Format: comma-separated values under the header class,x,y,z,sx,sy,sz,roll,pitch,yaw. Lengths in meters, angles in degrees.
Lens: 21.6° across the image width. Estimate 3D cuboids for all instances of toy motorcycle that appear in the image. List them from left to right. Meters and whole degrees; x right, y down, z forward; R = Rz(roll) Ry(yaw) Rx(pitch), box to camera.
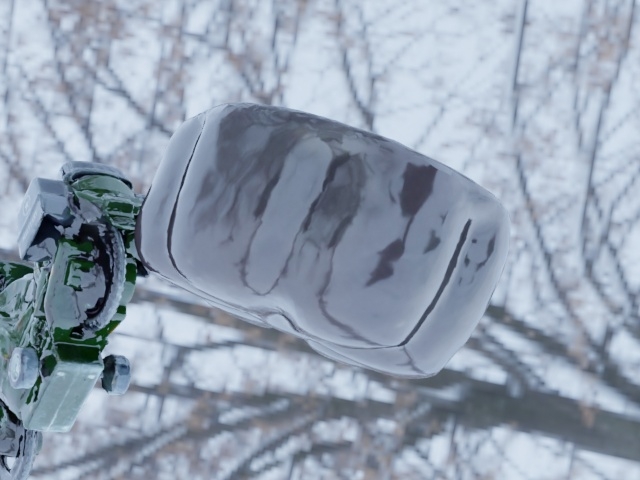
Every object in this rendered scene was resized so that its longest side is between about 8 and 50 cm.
class,x,y,z,sx,sy,sz,roll,pitch,yaw
toy motorcycle,-0.204,0.048,1.264,0.274,0.125,0.187,-57,38,36

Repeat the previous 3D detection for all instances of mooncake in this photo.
class,x,y,z,sx,sy,sz,roll,pitch,yaw
mooncake,0.000,0.000,1.118,0.133,0.245,0.245,-68,-20,-7
